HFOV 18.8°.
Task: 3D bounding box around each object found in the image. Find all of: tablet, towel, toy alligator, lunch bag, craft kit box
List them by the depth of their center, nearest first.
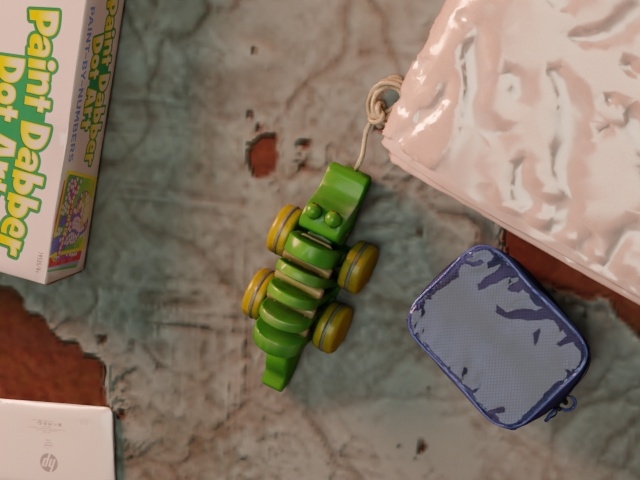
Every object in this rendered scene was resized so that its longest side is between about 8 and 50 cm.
[{"bbox_3d":[0.231,-0.113,0.936,0.317,0.053,0.332,30,108,12],"label":"towel"},{"bbox_3d":[0.097,0.053,1.007,0.067,0.065,0.098,-42,83,5],"label":"lunch bag"},{"bbox_3d":[0.000,0.000,1.038,0.056,0.051,0.189,26,107,13],"label":"toy alligator"},{"bbox_3d":[-0.235,-0.124,1.102,0.247,0.061,0.249,13,104,14],"label":"craft kit box"},{"bbox_3d":[-0.159,0.122,1.142,0.083,0.006,0.054,3,100,20],"label":"tablet"}]
